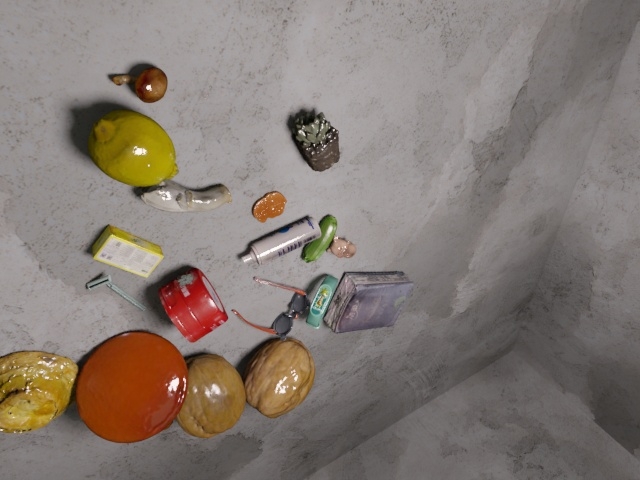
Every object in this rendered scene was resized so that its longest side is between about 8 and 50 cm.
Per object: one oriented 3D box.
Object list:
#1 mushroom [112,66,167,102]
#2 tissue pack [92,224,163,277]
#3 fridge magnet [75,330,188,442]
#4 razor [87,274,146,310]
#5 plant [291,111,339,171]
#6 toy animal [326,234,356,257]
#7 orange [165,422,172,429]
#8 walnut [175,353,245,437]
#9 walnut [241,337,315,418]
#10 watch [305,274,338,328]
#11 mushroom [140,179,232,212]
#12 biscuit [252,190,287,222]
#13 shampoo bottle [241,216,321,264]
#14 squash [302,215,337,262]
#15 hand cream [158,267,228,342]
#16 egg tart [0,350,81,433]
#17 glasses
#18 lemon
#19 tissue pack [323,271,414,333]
[{"bbox_3d":[-0.448,-0.387,1.014,0.129,0.073,0.088,-12,158,-25],"label":"mushroom"},{"bbox_3d":[-0.587,0.035,1.238,0.095,0.062,0.176,-49,136,9],"label":"tissue pack"},{"bbox_3d":[-0.640,0.497,1.390,0.363,0.364,0.155,-30,172,-12],"label":"fridge magnet"},{"bbox_3d":[-0.650,0.177,1.326,0.084,0.036,0.211,-20,142,11],"label":"razor"},{"bbox_3d":[-0.012,-0.329,1.317,0.132,0.129,0.194,-35,138,-10],"label":"plant"},{"bbox_3d":[0.096,0.037,1.703,0.150,0.089,0.083,25,84,-40],"label":"toy animal"},{"bbox_3d":[-0.670,0.764,1.715,0.085,0.085,0.085,-18,130,-23],"label":"orange"},{"bbox_3d":[-0.446,0.610,1.589,0.333,0.333,0.333,-18,130,-23],"label":"walnut"},{"bbox_3d":[-0.177,0.585,1.760,0.344,0.306,0.306,-59,140,-23],"label":"walnut"},{"bbox_3d":[0.005,0.262,1.732,0.195,0.068,0.237,72,41,-79],"label":"watch"},{"bbox_3d":[-0.400,-0.132,1.227,0.278,0.096,0.099,1,166,-37],"label":"mushroom"},{"bbox_3d":[-0.179,-0.120,1.431,0.130,0.019,0.102,-31,134,-11],"label":"biscuit"},{"bbox_3d":[-0.149,0.010,1.500,0.303,0.092,0.092,-25,133,-16],"label":"shampoo bottle"},{"bbox_3d":[0.000,0.000,1.607,0.219,0.077,0.068,-55,174,15],"label":"squash"},{"bbox_3d":[-0.426,0.217,1.371,0.149,0.230,0.230,-30,134,-12],"label":"hand cream"},{"bbox_3d":[-0.948,0.512,1.302,0.341,0.129,0.341,-18,131,-21],"label":"egg tart"},{"bbox_3d":[-0.197,0.282,1.651,0.268,0.118,0.234,24,108,-43],"label":"glasses"},{"bbox_3d":[-0.475,-0.230,1.038,0.184,0.184,0.248,-47,146,4],"label":"lemon"},{"bbox_3d":[0.238,0.293,1.951,0.394,0.124,0.288,4,119,-36],"label":"tissue pack"}]
